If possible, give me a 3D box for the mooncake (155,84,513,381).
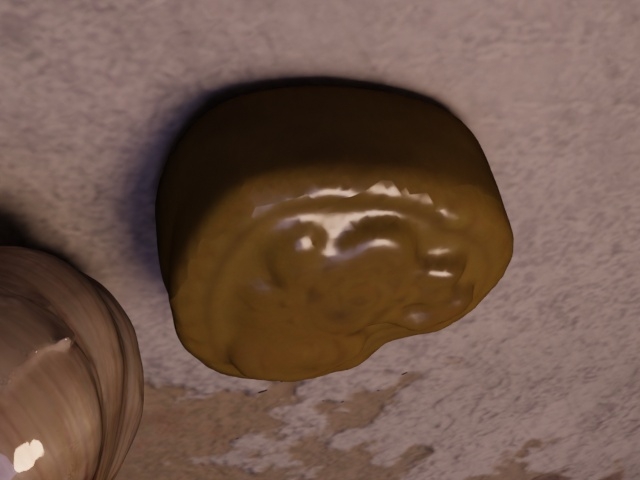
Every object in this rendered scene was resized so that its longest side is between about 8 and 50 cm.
[{"bbox_3d":[0.000,0.000,0.856,0.235,0.117,0.235,-9,145,-6],"label":"mooncake"}]

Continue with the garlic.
[{"bbox_3d":[-0.247,0.141,0.823,0.241,0.322,0.322,21,133,-13],"label":"garlic"}]
